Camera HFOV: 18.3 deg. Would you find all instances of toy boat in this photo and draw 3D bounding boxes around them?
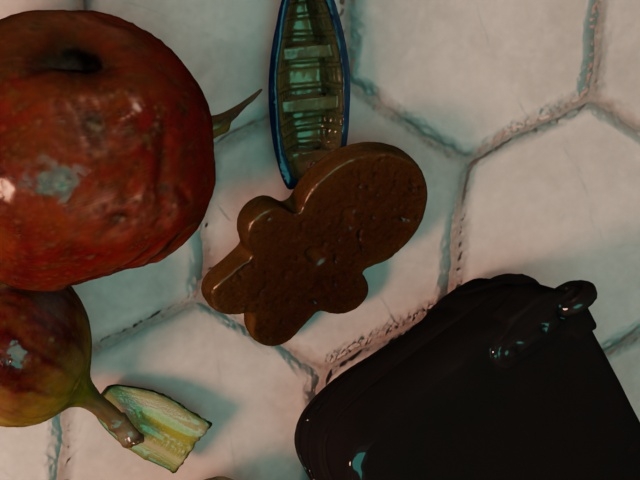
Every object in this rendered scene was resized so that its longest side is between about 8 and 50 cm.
[{"bbox_3d":[-0.014,-0.162,1.870,0.080,0.046,0.229,-6,106,-12],"label":"toy boat"}]

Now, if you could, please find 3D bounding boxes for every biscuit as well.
[{"bbox_3d":[0.000,0.000,1.899,0.236,0.039,0.180,-40,130,7],"label":"biscuit"}]

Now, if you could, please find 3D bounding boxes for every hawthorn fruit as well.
[{"bbox_3d":[-0.217,-0.077,1.740,0.262,0.258,0.258,24,98,-33],"label":"hawthorn fruit"}]

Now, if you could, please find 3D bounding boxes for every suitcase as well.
[{"bbox_3d":[0.167,0.240,1.920,0.339,0.188,0.345,-37,112,-20],"label":"suitcase"}]

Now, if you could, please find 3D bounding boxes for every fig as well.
[{"bbox_3d":[-0.266,0.129,1.831,0.143,0.160,0.231,-36,122,-28],"label":"fig"}]

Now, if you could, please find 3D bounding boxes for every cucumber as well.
[{"bbox_3d":[-0.167,0.172,1.926,0.107,0.035,0.067,33,103,-13],"label":"cucumber"}]

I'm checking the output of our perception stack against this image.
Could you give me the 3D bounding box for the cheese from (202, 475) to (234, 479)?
[{"bbox_3d":[-0.132,0.333,1.868,0.248,0.251,0.173,-39,77,-13],"label":"cheese"}]
